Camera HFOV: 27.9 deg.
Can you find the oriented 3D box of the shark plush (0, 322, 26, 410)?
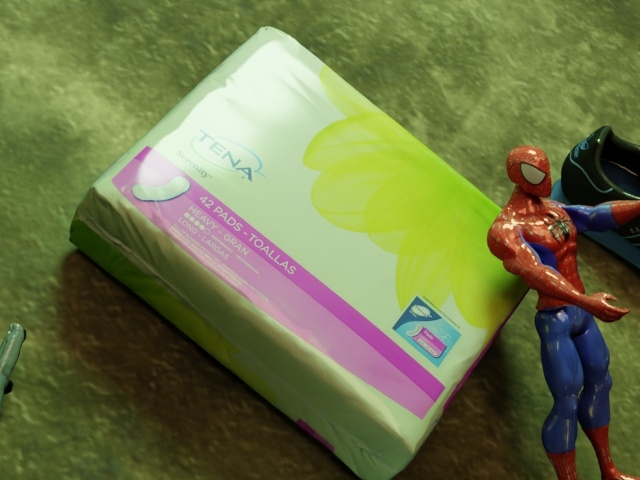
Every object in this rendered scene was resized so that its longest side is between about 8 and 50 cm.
[{"bbox_3d":[-0.220,0.127,0.818,0.073,0.067,0.161,36,54,2],"label":"shark plush"}]

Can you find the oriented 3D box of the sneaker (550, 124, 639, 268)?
[{"bbox_3d":[0.309,-0.013,1.085,0.232,0.090,0.081,27,55,5],"label":"sneaker"}]

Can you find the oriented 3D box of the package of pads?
[{"bbox_3d":[0.000,0.000,0.961,0.296,0.101,0.229,39,55,3],"label":"package of pads"}]

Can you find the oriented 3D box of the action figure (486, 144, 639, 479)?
[{"bbox_3d":[0.204,0.062,0.910,0.091,0.139,0.280,-25,101,-42],"label":"action figure"}]
